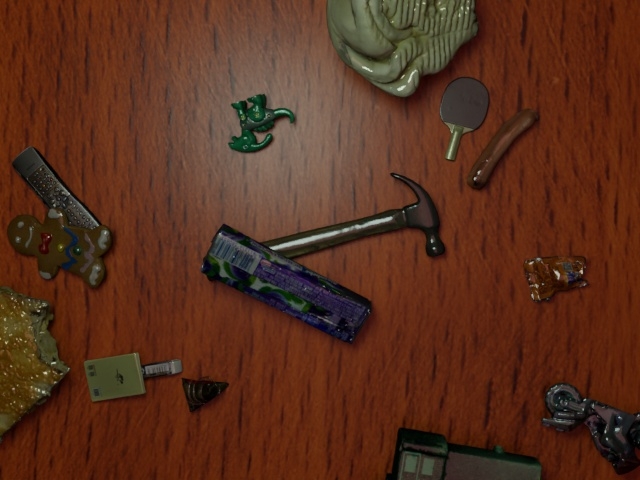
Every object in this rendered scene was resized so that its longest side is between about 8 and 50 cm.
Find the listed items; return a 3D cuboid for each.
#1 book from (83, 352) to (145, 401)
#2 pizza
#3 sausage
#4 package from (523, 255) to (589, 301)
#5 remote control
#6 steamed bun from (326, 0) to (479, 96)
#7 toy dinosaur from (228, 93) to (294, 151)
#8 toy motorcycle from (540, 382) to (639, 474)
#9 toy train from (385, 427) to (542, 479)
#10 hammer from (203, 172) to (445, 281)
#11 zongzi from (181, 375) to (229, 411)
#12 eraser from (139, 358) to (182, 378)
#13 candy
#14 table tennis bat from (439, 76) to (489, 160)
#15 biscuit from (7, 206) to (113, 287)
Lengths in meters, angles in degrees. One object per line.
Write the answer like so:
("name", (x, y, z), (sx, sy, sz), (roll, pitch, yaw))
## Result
("book", (-0.381, 0.254, 1.611), (0.110, 0.014, 0.077), (-11, 92, 15))
("pizza", (-0.568, 0.198, 1.591), (0.223, 0.089, 0.324), (-15, 93, 8))
("sausage", (0.327, -0.167, 1.574), (0.047, 0.040, 0.177), (37, 91, 2))
("package", (0.431, 0.066, 1.579), (0.110, 0.033, 0.077), (-10, 101, 7))
("remote control", (-0.487, -0.081, 1.610), (0.059, 0.028, 0.212), (-40, 90, -1))
("steamed bun", (0.118, -0.418, 1.488), (0.280, 0.207, 0.268), (-43, 129, -16))
("toy dinosaur", (-0.112, -0.216, 1.584), (0.132, 0.059, 0.096), (-14, 99, 11))
("toy motorcycle", (0.499, 0.342, 1.564), (0.213, 0.082, 0.123), (20, 82, 10))
("toy train", (0.254, 0.444, 1.548), (0.330, 0.138, 0.178), (9, 88, 1))
("hammer", (0.000, 0.000, 1.587), (0.439, 0.044, 0.169), (-16, 92, 2))
("zongzi", (-0.205, 0.277, 1.604), (0.083, 0.073, 0.067), (-11, 92, 42))
("eraser", (-0.307, 0.241, 1.616), (0.099, 0.019, 0.027), (-10, 92, 6))
("candy", (-0.061, 0.080, 1.552), (0.312, 0.061, 0.088), (28, 108, -9))
("table tennis bat", (0.257, -0.223, 1.588), (0.086, 0.013, 0.157), (16, 91, 1))
("biscuit", (-0.486, 0.010, 1.597), (0.204, 0.031, 0.138), (19, 106, 9))
